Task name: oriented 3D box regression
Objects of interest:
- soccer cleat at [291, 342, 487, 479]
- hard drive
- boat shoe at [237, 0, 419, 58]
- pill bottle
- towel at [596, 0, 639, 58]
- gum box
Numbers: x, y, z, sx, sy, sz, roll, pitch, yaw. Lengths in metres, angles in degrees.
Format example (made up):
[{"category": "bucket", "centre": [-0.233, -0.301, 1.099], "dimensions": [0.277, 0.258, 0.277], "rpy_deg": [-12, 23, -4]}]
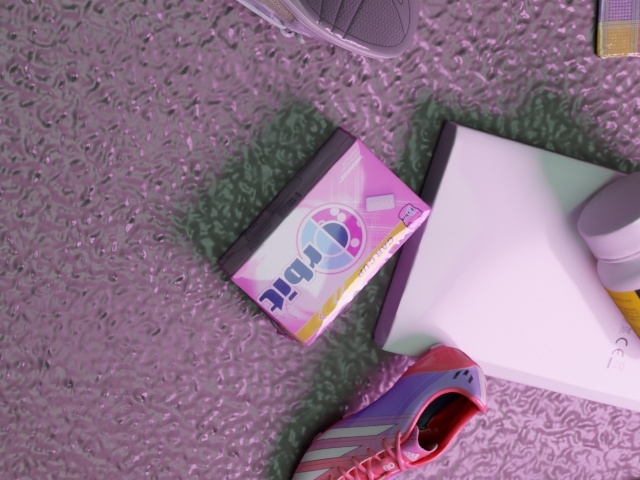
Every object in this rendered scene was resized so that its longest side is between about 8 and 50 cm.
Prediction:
[{"category": "soccer cleat", "centre": [0.063, 0.203, 1.693], "dimensions": [0.248, 0.095, 0.083], "rpy_deg": [-43, 117, 13]}, {"category": "hard drive", "centre": [0.251, 0.037, 1.749], "dimensions": [0.353, 0.047, 0.233], "rpy_deg": [15, 100, -20]}, {"category": "boat shoe", "centre": [-0.051, -0.262, 1.563], "dimensions": [0.320, 0.103, 0.118], "rpy_deg": [25, 77, -26]}, {"category": "pill bottle", "centre": [0.343, 0.041, 1.689], "dimensions": [0.119, 0.119, 0.208], "rpy_deg": [-39, 111, -3]}, {"category": "towel", "centre": [0.299, -0.220, 1.714], "dimensions": [0.060, 0.009, 0.083], "rpy_deg": [-6, 105, -14]}, {"category": "gum box", "centre": [0.000, 0.000, 1.656], "dimensions": [0.107, 0.062, 0.188], "rpy_deg": [43, 90, -21]}]
